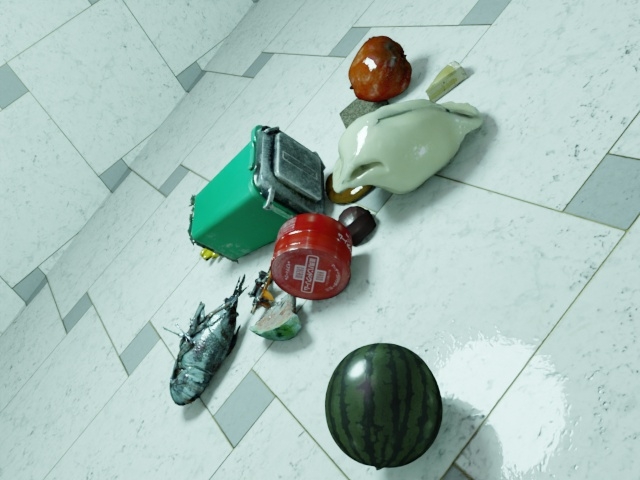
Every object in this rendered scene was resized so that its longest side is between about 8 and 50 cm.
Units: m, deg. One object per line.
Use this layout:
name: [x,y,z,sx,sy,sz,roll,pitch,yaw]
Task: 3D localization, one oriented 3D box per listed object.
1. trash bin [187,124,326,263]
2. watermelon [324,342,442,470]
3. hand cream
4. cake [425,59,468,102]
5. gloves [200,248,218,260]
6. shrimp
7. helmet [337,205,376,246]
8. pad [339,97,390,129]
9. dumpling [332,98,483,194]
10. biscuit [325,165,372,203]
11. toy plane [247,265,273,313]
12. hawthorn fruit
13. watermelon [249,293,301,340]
trash bin: [-0.183,-0.102,1.913,0.381,0.259,0.295,-33,44,35]
watermelon: [0.108,0.284,1.156,0.212,0.212,0.212,-31,35,25]
hand cream: [-0.019,0.039,1.603,0.193,0.193,0.125,-26,39,31]
cake: [0.338,-0.427,1.823,0.121,0.052,0.065,-47,33,-1]
gloves: [-0.307,-0.065,2.168,0.133,0.116,0.295,-13,51,53]
shrimp: [-0.306,0.242,1.743,0.137,0.172,0.372,-14,51,50]
helmet: [0.081,-0.047,1.691,0.098,0.070,0.123,-43,32,7]
pad: [0.137,-0.397,2.080,0.158,0.003,0.235,-38,32,15]
dumpling: [0.189,-0.256,1.657,0.394,0.233,0.316,-28,31,4]
biscuit: [0.094,-0.187,1.864,0.212,0.036,0.212,-33,34,26]
toy plane: [-0.157,0.115,1.807,0.188,0.062,0.135,-93,27,-53]
hawthorn fruit: [0.166,-0.498,1.996,0.202,0.185,0.185,-28,36,37]
watermelon: [-0.085,0.189,1.638,0.187,0.071,0.139,-18,34,51]
